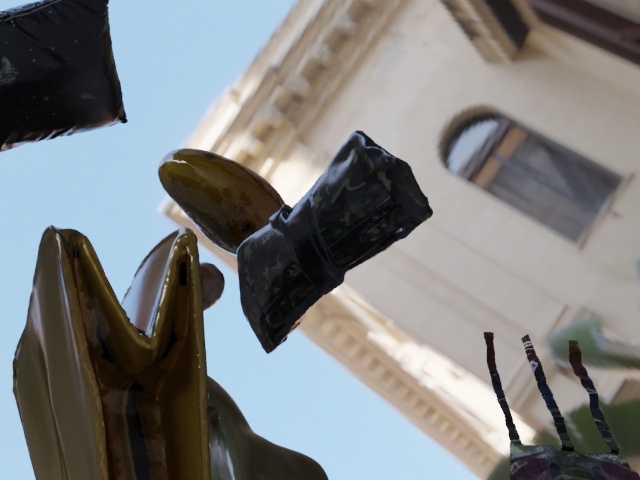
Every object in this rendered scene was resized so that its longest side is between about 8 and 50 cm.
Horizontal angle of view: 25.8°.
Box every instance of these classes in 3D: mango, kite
[{"bbox_3d":[-0.106,-0.044,1.621,0.178,0.115,0.090,47,-121,-37],"label":"mango"},{"bbox_3d":[0.272,0.234,1.496,0.204,0.360,0.022,4,-49,-11],"label":"kite"}]

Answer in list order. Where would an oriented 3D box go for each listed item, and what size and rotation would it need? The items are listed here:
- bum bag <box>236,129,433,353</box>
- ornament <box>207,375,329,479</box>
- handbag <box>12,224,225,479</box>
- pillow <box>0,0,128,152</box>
[{"bbox_3d":[-0.001,-0.001,1.267,0.248,0.102,0.069,-42,-5,31],"label":"bum bag"},{"bbox_3d":[-0.077,0.261,1.582,0.230,0.245,0.061,30,-57,-37],"label":"ornament"},{"bbox_3d":[-0.165,0.171,1.128,0.133,0.283,0.401,-1,-19,-17],"label":"handbag"},{"bbox_3d":[-0.251,-0.113,1.042,0.208,0.055,0.141,-18,-39,-16],"label":"pillow"}]
